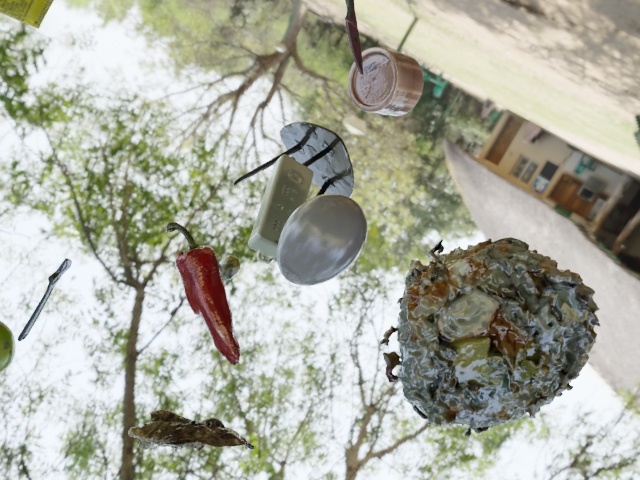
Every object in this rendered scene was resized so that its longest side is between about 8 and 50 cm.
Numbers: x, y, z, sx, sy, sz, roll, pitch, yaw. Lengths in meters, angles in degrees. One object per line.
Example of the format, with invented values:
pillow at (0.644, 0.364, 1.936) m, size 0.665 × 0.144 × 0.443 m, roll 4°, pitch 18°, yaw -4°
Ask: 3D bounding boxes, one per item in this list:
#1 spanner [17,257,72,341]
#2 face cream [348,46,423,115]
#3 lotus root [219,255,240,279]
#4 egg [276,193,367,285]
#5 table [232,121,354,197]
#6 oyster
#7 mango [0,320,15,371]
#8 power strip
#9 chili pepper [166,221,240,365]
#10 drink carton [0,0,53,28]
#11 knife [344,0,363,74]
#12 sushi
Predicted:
spanner at (-0.507, 0.110, 1.223) m, size 0.012 × 0.208 × 0.046 m, roll 37°, pitch -159°, yaw 1°
face cream at (0.152, -0.369, 1.559) m, size 0.104 × 0.149 × 0.149 m, roll -4°, pitch -146°, yaw -48°
lotus root at (-0.249, 0.076, 1.802) m, size 0.054 × 0.099 × 0.049 m, roll 47°, pitch -135°, yaw 2°
egg at (0.000, 0.000, 1.245) m, size 0.146 × 0.198 × 0.146 m, roll 38°, pitch -159°, yaw -18°
table at (-0.095, -0.186, 2.026) m, size 0.317 × 0.249 × 0.317 m, roll 38°, pitch 155°, yaw 21°
oyster at (-0.358, 0.521, 1.790) m, size 0.361 × 0.221 × 0.096 m, roll 15°, pitch -121°, yaw -33°
mango at (-1.014, 0.287, 1.972) m, size 0.175 × 0.293 × 0.143 m, roll -31°, pitch -134°, yaw -27°
power strip at (-0.089, -0.086, 1.581) m, size 0.098 × 0.058 × 0.338 m, roll 29°, pitch -134°, yaw -18°
chili pepper at (-0.279, 0.128, 1.644) m, size 0.110 × 0.110 × 0.387 m, roll -28°, pitch -80°, yaw -71°
drink carton at (-0.664, -0.535, 1.207) m, size 0.351 × 0.111 × 0.154 m, roll 17°, pitch -133°, yaw -37°
knife at (0.067, -0.483, 1.448) m, size 0.018 × 0.247 × 0.035 m, roll -5°, pitch -171°, yaw 43°
sushi at (0.311, 0.190, 1.261) m, size 0.418 × 0.417 × 0.176 m, roll 23°, pitch -168°, yaw -17°
